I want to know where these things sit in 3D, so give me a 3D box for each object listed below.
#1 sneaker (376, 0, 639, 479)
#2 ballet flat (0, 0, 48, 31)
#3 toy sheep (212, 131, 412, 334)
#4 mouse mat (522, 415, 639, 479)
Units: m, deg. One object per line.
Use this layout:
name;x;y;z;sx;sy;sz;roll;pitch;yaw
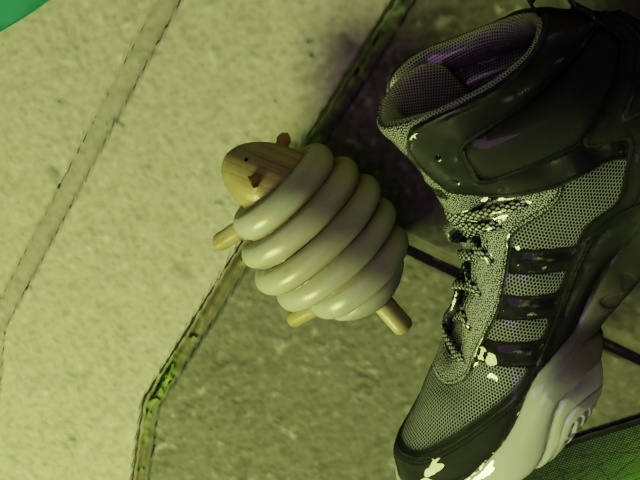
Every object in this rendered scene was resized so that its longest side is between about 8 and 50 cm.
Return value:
sneaker;0.077;-0.001;0.543;0.153;0.101;0.269;28;110;-17
ballet flat;-0.151;-0.165;0.606;0.221;0.077;0.079;-21;82;18
toy sheep;0.000;0.000;0.600;0.132;0.091;0.091;43;115;-15
mouse mat;0.209;0.158;0.626;0.189;0.007;0.153;-23;99;22
